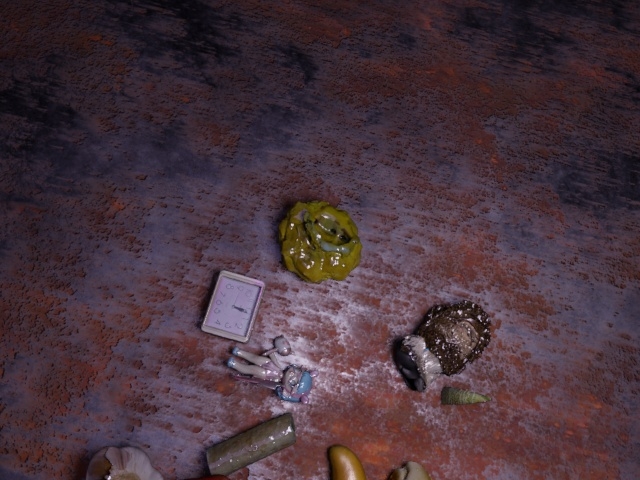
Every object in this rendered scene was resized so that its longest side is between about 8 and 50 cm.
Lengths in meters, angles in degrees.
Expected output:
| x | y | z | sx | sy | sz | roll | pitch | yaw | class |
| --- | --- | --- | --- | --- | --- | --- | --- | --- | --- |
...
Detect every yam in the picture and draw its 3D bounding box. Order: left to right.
| x | y | z | sx | sy | sz | roll | pitch | yaw | class |
| --- | --- | --- | --- | --- | --- | --- | --- | --- | --- |
| -0.186 | 0.569 | 1.389 | 0.260 | 0.093 | 0.093 | -21 | 78 | -11 | yam |

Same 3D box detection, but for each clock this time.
| x | y | z | sx | sy | sz | roll | pitch | yaw | class |
| --- | --- | --- | --- | --- | --- | --- | --- | --- | --- |
| -0.256 | 0.199 | 1.495 | 0.147 | 0.071 | 0.191 | 17 | 73 | -1 | clock |

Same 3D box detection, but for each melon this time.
| x | y | z | sx | sy | sz | roll | pitch | yaw | class |
| --- | --- | --- | --- | --- | --- | --- | --- | --- | --- |
| 0.417 | 0.452 | 1.440 | 0.098 | 0.182 | 0.054 | 3 | 75 | -1 | melon |

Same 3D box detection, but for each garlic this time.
| x | y | z | sx | sy | sz | roll | pitch | yaw | class |
| --- | --- | --- | --- | --- | --- | --- | --- | --- | --- |
| -0.522 | 0.666 | 1.273 | 0.207 | 0.207 | 0.256 | 19 | 78 | 0 | garlic |

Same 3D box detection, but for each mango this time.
| x | y | z | sx | sy | sz | roll | pitch | yaw | class |
| --- | --- | --- | --- | --- | --- | --- | --- | --- | --- |
| 0.076 | 0.665 | 1.395 | 0.102 | 0.084 | 0.183 | -12 | 66 | -5 | mango |

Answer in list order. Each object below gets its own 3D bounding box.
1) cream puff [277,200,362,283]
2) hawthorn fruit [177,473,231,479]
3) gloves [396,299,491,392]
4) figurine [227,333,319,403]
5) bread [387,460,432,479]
| x | y | z | sx | sy | sz | roll | pitch | yaw | class |
| --- | --- | --- | --- | --- | --- | --- | --- | --- | --- |
| -0.001 | -0.002 | 1.522 | 0.282 | 0.185 | 0.281 | 1 | 77 | -4 | cream puff |
| -0.299 | 0.703 | 1.221 | 0.231 | 0.266 | 0.210 | 12 | 99 | -12 | hawthorn fruit |
| 0.369 | 0.302 | 1.498 | 0.313 | 0.135 | 0.210 | -24 | 79 | -12 | gloves |
| -0.136 | 0.372 | 1.457 | 0.260 | 0.102 | 0.205 | 20 | 37 | 2 | figurine |
| 0.219 | 0.756 | 1.325 | 0.171 | 0.192 | 0.314 | 35 | 74 | 6 | bread |
